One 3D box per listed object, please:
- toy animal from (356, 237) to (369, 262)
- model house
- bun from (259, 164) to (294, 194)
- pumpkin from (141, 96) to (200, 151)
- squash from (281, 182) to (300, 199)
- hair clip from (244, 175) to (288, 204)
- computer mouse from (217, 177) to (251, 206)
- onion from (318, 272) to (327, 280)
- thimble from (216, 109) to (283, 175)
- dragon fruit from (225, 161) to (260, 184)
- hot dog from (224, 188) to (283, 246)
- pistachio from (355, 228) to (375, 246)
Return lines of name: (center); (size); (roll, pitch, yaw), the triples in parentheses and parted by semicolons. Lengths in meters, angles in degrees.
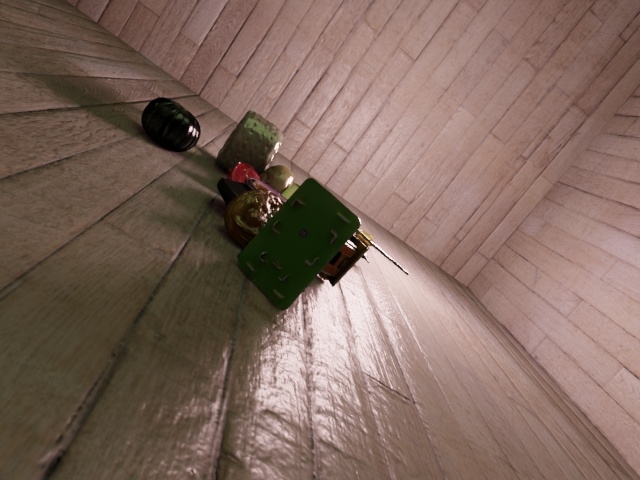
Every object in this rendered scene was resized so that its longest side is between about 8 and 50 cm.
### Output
toy animal: (0.112, -0.005, 2.230); (0.367, 0.081, 0.205); (37, 10, 19)
model house: (0.030, 0.074, 1.291); (0.340, 0.300, 0.323); (43, 4, 23)
bun: (-0.201, -0.230, 1.967); (0.127, 0.178, 0.193); (36, 27, -7)
pumpkin: (-0.552, -0.430, 1.752); (0.220, 0.162, 0.220); (41, 11, -10)
squash: (-0.080, -0.094, 1.862); (0.237, 0.204, 0.155); (46, -8, -3)
hair clip: (-0.136, -0.144, 1.753); (0.358, 0.095, 0.110); (28, 57, -29)
computer mouse: (-0.271, -0.132, 1.597); (0.137, 0.086, 0.269); (44, 10, 9)
onion: (-0.008, -0.019, 1.643); (0.281, 0.221, 0.281); (-23, 90, -88)
thimble: (-0.307, -0.412, 2.052); (0.195, 0.292, 0.291); (31, 13, -21)
dragon fruit: (-0.309, -0.210, 1.793); (0.110, 0.153, 0.153); (-7, -22, 41)
hot dog: (-0.183, -0.057, 1.447); (0.272, 0.122, 0.196); (12, 65, -70)
pistachio: (0.262, -0.007, 2.732); (0.089, 0.049, 0.173); (-4, 38, -34)
